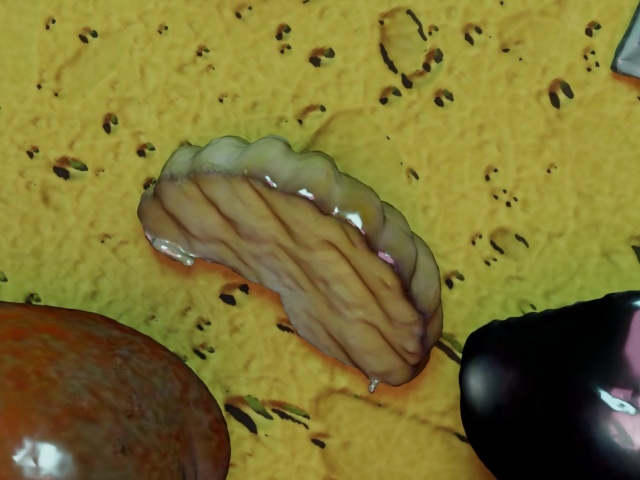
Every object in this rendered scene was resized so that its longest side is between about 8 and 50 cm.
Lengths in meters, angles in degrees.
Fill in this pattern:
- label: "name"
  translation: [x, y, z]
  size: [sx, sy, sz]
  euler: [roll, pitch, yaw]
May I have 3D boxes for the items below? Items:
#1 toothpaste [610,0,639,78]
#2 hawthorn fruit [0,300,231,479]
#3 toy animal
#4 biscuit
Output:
- label: "toothpaste"
  translation: [0.218, -0.191, 0.876]
  size: [0.060, 0.038, 0.233]
  euler: [17, 103, -2]
- label: "hawthorn fruit"
  translation: [-0.182, 0.129, 0.865]
  size: [0.262, 0.210, 0.210]
  euler: [13, 102, 19]
- label: "toy animal"
  translation: [0.166, 0.146, 0.857]
  size: [0.187, 0.165, 0.235]
  euler: [-7, 85, 6]
- label: "biscuit"
  translation: [0.000, 0.000, 0.896]
  size: [0.183, 0.061, 0.118]
  euler: [38, 140, -7]
